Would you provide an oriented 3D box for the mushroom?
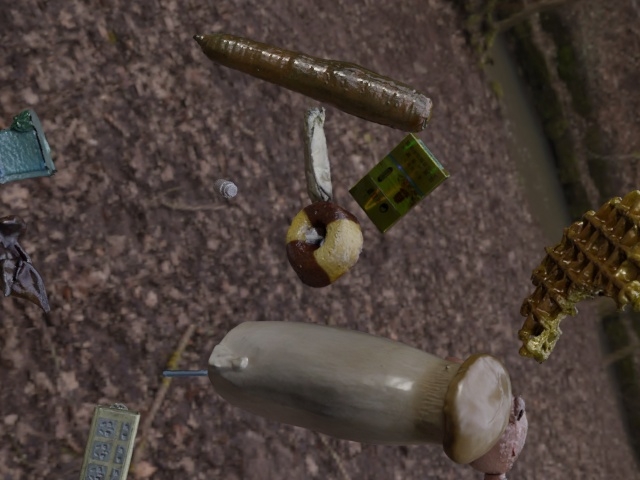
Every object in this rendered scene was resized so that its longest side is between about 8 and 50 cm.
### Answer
[{"bbox_3d":[0.024,0.171,1.047,0.138,0.407,0.154,-60,137,-38],"label":"mushroom"}]

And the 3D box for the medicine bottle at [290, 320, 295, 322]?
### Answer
[{"bbox_3d":[-0.115,0.249,2.174,0.140,0.079,0.079,-13,92,-48],"label":"medicine bottle"}]

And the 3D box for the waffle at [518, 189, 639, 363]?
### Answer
[{"bbox_3d":[0.426,0.049,1.349,0.069,0.293,0.260,33,54,-13],"label":"waffle"}]

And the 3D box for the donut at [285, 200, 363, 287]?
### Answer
[{"bbox_3d":[0.000,0.000,1.709,0.073,0.166,0.184,43,32,-42],"label":"donut"}]

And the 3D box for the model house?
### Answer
[{"bbox_3d":[-0.537,-0.146,1.459,0.148,0.148,0.120,-146,-141,-71],"label":"model house"}]

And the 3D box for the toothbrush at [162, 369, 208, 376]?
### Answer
[{"bbox_3d":[-0.260,0.299,1.929,0.016,0.219,0.019,58,38,-46],"label":"toothbrush"}]

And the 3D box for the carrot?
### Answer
[{"bbox_3d":[-0.012,-0.223,1.173,0.070,0.342,0.070,20,90,-85],"label":"carrot"}]

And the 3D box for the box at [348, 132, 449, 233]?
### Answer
[{"bbox_3d":[0.163,-0.120,1.823,0.121,0.193,0.030,52,26,10],"label":"box"}]

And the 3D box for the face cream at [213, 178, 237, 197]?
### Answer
[{"bbox_3d":[-0.191,-0.105,1.756,0.130,0.034,0.034,-160,-128,-72],"label":"face cream"}]

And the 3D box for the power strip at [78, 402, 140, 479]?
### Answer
[{"bbox_3d":[-0.429,0.456,1.712,0.034,0.092,0.268,-172,-86,-80],"label":"power strip"}]

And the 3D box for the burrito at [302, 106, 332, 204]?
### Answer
[{"bbox_3d":[-0.007,-0.171,1.837,0.063,0.058,0.230,178,-90,-74],"label":"burrito"}]

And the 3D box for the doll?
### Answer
[{"bbox_3d":[0.279,0.335,1.703,0.156,0.303,0.201,2,107,-25],"label":"doll"}]

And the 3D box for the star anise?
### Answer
[{"bbox_3d":[-0.497,-0.002,1.304,0.102,0.272,0.272,-50,135,-7],"label":"star anise"}]
